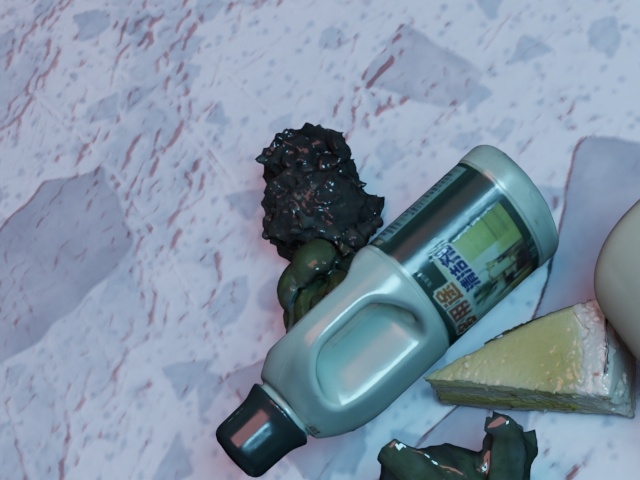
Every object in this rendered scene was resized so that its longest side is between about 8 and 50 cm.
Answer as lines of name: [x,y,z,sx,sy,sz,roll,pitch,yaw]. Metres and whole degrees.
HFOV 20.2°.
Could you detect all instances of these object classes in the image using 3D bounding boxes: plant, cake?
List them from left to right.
plant: [0.000,0.000,1.115,0.085,0.087,0.174,-50,35,40]
cake: [0.115,0.079,1.003,0.121,0.052,0.065,-22,58,23]

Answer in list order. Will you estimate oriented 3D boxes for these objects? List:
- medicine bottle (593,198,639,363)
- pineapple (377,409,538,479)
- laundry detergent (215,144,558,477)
medicine bottle: [0.239,0.078,0.879,0.114,0.114,0.252,-39,49,8]
pineapple: [0.104,0.219,0.883,0.170,0.141,0.310,-58,36,25]
laundry detergent: [0.033,0.047,1.019,0.225,0.099,0.070,-41,64,-9]
